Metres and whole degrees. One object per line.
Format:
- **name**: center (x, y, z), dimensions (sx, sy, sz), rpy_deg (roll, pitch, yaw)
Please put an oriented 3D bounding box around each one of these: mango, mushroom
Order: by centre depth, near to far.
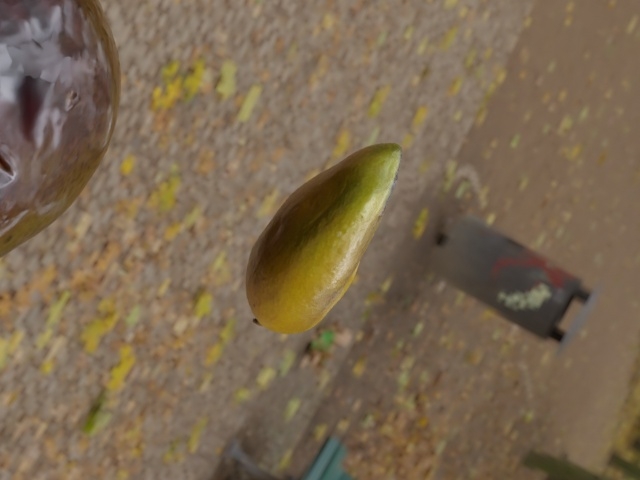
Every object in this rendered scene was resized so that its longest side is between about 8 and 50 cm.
- **mango**: center (0.000, 0.000, 0.994), dimensions (0.187, 0.066, 0.101), rpy_deg (-49, -161, 41)
- **mushroom**: center (-0.345, -0.139, 1.080), dimensions (0.331, 0.356, 0.334), rpy_deg (-39, 169, -37)
